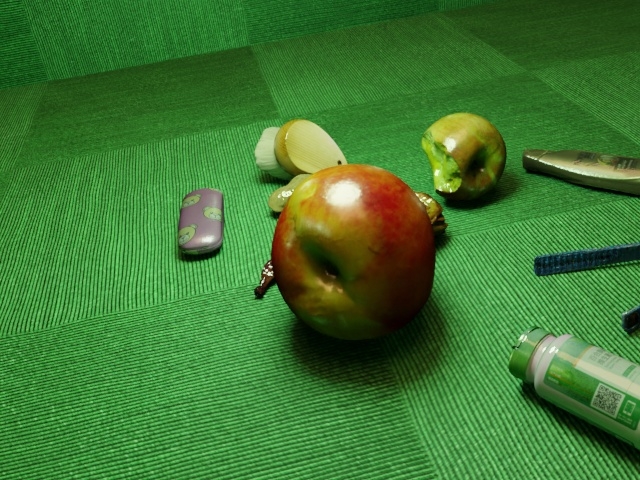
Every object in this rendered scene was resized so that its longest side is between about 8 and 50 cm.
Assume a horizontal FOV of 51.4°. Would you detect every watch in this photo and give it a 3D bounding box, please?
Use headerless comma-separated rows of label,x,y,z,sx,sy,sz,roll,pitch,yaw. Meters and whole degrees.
watch,0.680,0.071,1.507,0.275,0.068,0.276,-25,37,-17

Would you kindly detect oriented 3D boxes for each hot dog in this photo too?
hot dog,0.188,-0.041,1.717,0.272,0.122,0.196,-16,36,-16

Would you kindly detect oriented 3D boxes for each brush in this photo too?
brush,-0.053,-0.257,2.060,0.166,0.267,0.174,-11,60,54

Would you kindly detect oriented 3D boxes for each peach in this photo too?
peach,0.079,0.016,1.442,0.388,0.388,0.388,-5,33,4

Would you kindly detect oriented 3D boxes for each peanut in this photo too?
peanut,-0.068,-0.138,1.942,0.194,0.093,0.083,-24,-3,-27

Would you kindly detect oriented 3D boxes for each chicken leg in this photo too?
chicken leg,-0.095,0.071,1.676,0.205,0.053,0.093,-29,53,-22

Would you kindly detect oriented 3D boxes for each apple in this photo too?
apple,0.387,-0.235,1.865,0.246,0.246,0.226,-20,27,-18

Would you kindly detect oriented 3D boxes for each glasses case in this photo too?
glasses case,-0.337,-0.060,1.893,0.123,0.075,0.316,-8,33,-2

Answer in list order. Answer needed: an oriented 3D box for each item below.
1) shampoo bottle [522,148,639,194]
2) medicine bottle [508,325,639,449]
shampoo bottle,0.749,-0.205,1.882,0.350,0.084,0.125,16,42,33
medicine bottle,0.482,0.255,1.198,0.133,0.133,0.274,-33,40,-33
